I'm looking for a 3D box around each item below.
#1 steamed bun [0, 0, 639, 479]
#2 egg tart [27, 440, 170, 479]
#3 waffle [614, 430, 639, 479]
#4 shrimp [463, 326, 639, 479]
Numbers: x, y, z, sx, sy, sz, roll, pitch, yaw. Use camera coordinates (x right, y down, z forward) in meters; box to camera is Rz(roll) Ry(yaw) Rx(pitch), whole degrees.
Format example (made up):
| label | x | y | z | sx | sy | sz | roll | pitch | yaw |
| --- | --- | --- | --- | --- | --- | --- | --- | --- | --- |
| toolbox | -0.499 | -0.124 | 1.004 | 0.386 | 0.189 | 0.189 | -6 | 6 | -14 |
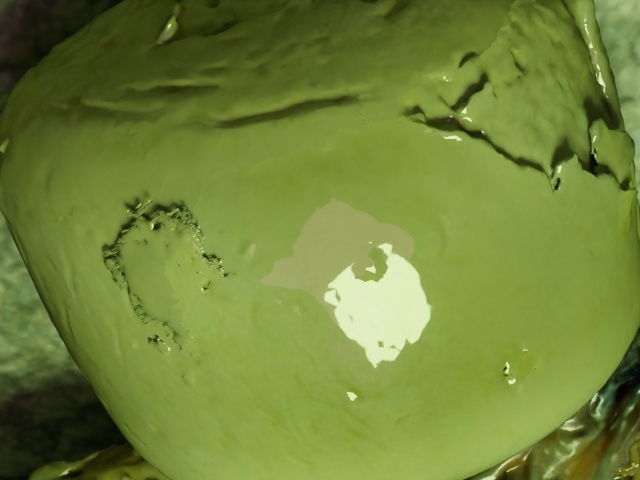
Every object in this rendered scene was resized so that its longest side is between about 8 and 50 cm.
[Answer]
| label | x | y | z | sx | sy | sz | roll | pitch | yaw |
| --- | --- | --- | --- | --- | --- | --- | --- | --- | --- |
| steamed bun | 0.000 | 0.000 | 0.694 | 0.272 | 0.166 | 0.232 | -13 | 131 | 4 |
| egg tart | -0.062 | 0.225 | 0.873 | 0.318 | 0.128 | 0.319 | -5 | 105 | -18 |
| waffle | 0.172 | 0.110 | 0.890 | 0.191 | 0.038 | 0.191 | -4 | 131 | -4 |
| shrimp | 0.051 | 0.129 | 0.793 | 0.164 | 0.062 | 0.317 | 37 | 91 | -20 |
